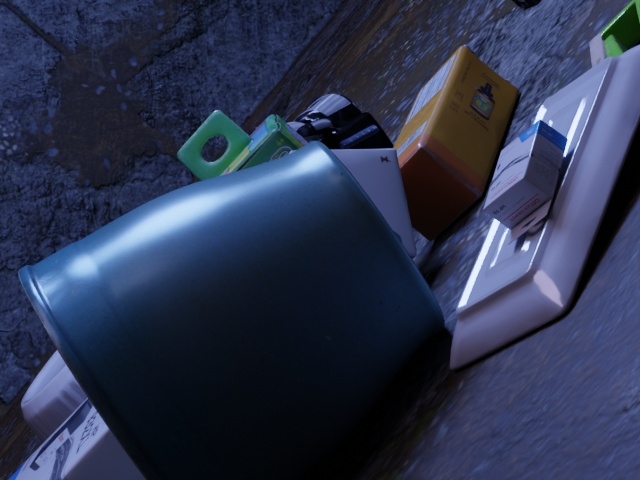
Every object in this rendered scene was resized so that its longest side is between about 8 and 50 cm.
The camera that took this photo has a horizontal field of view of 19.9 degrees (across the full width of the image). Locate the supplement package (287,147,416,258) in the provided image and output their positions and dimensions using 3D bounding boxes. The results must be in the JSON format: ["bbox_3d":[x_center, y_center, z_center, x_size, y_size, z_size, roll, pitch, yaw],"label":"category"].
[{"bbox_3d":[0.000,0.000,1.643,0.179,0.105,0.105,130,134,-59],"label":"supplement package"}]

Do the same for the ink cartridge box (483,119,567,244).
[{"bbox_3d":[0.146,-0.042,1.309,0.048,0.028,0.083,-42,19,43],"label":"ink cartridge box"}]

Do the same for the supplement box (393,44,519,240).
[{"bbox_3d":[0.123,-0.097,1.743,0.080,0.078,0.233,-46,9,34],"label":"supplement box"}]

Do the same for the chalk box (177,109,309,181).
[{"bbox_3d":[-0.047,-0.039,1.858,0.132,0.213,0.132,-48,10,6],"label":"chalk box"}]

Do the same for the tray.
[{"bbox_3d":[0.168,-0.035,1.344,0.145,0.030,0.270,-37,23,53],"label":"tray"}]

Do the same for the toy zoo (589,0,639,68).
[{"bbox_3d":[0.332,-0.229,1.465,0.293,0.030,0.192,-45,10,19],"label":"toy zoo"}]

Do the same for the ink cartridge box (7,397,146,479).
[{"bbox_3d":[-0.199,0.234,1.717,0.307,0.129,0.223,-46,10,16],"label":"ink cartridge box"}]

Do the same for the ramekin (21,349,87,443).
[{"bbox_3d":[-0.253,0.162,2.245,0.273,0.127,0.273,-47,9,10],"label":"ramekin"}]

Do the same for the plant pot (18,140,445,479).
[{"bbox_3d":[-0.055,0.062,1.427,0.255,0.271,0.271,-35,9,-4],"label":"plant pot"}]

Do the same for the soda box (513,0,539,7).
[{"bbox_3d":[0.275,-0.350,2.119,0.169,0.053,0.060,-51,10,-8],"label":"soda box"}]

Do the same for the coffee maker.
[{"bbox_3d":[-0.005,-0.064,2.030,0.120,0.171,0.178,-11,11,39],"label":"coffee maker"}]
